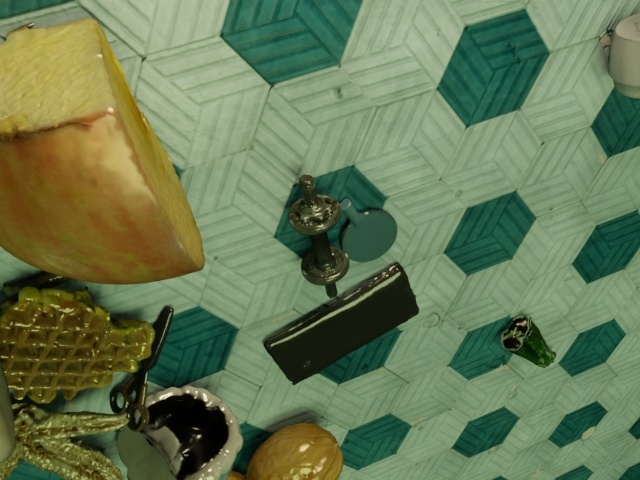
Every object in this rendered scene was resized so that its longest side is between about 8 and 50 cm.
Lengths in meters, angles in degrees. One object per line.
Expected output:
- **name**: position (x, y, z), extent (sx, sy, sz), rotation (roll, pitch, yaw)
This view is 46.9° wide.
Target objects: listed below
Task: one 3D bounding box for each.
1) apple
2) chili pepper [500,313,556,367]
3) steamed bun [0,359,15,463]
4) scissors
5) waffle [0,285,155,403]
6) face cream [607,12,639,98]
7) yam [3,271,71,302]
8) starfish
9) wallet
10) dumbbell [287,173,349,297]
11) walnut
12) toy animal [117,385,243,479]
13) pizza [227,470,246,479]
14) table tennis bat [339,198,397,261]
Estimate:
- **apple**: position (-0.266, -0.072, 0.847), extent (0.252, 0.314, 0.309), rotation (-58, 150, -37)
- **chili pepper**: position (0.474, 0.232, 1.621), extent (0.227, 0.059, 0.088), rotation (31, 96, -47)
- **steamed bun**: position (-0.580, 0.211, 0.885), extent (0.384, 0.236, 0.247), rotation (-17, 96, -22)
- **scissors**: position (-0.277, 0.200, 1.179), extent (0.017, 0.088, 0.220), rotation (-1, 120, -55)
- **waffle**: position (-0.368, 0.147, 1.063), extent (0.249, 0.056, 0.253), rotation (-17, 142, -13)
- **face cream**: position (0.504, -0.285, 1.137), extent (0.117, 0.117, 0.104), rotation (-26, 129, -6)
- **yam**: position (-0.366, 0.054, 1.018), extent (0.129, 0.027, 0.033), rotation (-19, 95, -10)
- **starfish**: position (-0.518, 0.346, 1.155), extent (0.432, 0.082, 0.324), rotation (1, 129, -26)
- **wallet**: position (0.044, 0.155, 1.334), extent (0.285, 0.030, 0.146), rotation (-30, 133, -1)
- **dumbbell**: position (0.000, 0.000, 1.136), extent (0.082, 0.081, 0.254), rotation (-23, 135, -10)
- **walnut**: position (-0.050, 0.447, 1.452), extent (0.207, 0.159, 0.159), rotation (-35, 136, 11)
- **toy animal**: position (-0.230, 0.367, 1.263), extent (0.156, 0.208, 0.204), rotation (-18, 137, -42)
- **pizza**: position (-0.211, 0.555, 1.511), extent (0.182, 0.074, 0.365), rotation (-36, 136, -9)
- **table tennis bat**: position (0.071, -0.017, 1.205), extent (0.100, 0.019, 0.155), rotation (-37, 138, 5)
